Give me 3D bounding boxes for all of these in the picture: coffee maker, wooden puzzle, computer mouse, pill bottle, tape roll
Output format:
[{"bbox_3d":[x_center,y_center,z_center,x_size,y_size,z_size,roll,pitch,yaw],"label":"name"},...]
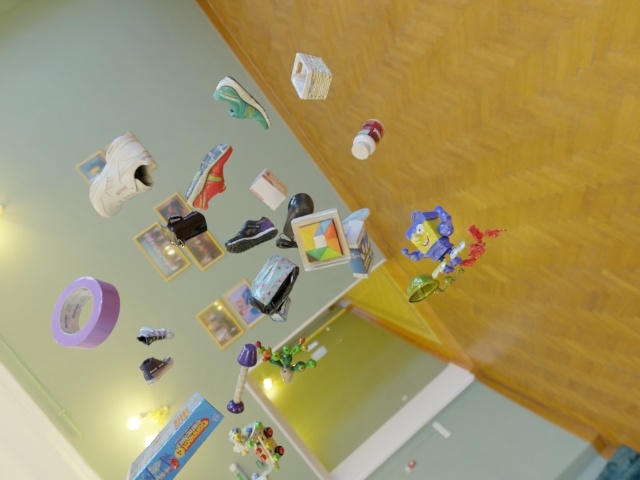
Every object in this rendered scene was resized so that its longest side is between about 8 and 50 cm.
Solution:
[{"bbox_3d":[-0.623,-0.048,1.975,0.171,0.178,0.120,41,140,17],"label":"coffee maker"},{"bbox_3d":[0.000,0.000,1.786,0.044,0.221,0.238,-23,-81,-69],"label":"wooden puzzle"},{"bbox_3d":[-0.092,-0.077,1.898,0.072,0.189,0.272,-125,43,-67],"label":"computer mouse"},{"bbox_3d":[0.172,-0.365,1.527,0.086,0.152,0.086,20,145,15],"label":"pill bottle"},{"bbox_3d":[-0.929,0.286,1.665,0.275,0.275,0.090,46,-175,32],"label":"tape roll"}]

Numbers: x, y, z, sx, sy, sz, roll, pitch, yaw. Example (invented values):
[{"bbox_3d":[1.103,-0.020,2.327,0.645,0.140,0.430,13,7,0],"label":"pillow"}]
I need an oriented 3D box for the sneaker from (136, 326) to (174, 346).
[{"bbox_3d":[-0.475,0.282,1.202,0.069,0.098,0.038,-94,10,-69],"label":"sneaker"}]

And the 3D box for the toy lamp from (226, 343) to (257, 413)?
[{"bbox_3d":[-0.293,0.521,1.595,0.080,0.274,0.080,13,-165,-3],"label":"toy lamp"}]

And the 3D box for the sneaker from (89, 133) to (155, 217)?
[{"bbox_3d":[-0.604,-0.168,1.289,0.152,0.305,0.114,40,-149,5],"label":"sneaker"}]

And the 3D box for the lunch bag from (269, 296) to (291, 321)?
[{"bbox_3d":[-0.220,0.333,2.178,0.097,0.128,0.151,-3,143,21],"label":"lunch bag"}]

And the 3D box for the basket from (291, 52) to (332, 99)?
[{"bbox_3d":[-0.034,-0.613,1.580,0.167,0.103,0.113,-111,29,-41],"label":"basket"}]

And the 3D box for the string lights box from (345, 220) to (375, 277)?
[{"bbox_3d":[0.179,0.044,1.966,0.077,0.133,0.259,4,139,26],"label":"string lights box"}]

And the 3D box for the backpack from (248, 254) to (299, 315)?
[{"bbox_3d":[-0.145,0.138,1.321,0.115,0.181,0.152,31,173,5],"label":"backpack"}]

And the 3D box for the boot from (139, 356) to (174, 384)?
[{"bbox_3d":[-0.659,0.498,1.700,0.190,0.069,0.086,-82,-31,-80],"label":"boot"}]

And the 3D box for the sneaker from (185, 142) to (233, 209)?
[{"bbox_3d":[-0.402,-0.239,1.591,0.118,0.279,0.107,27,-166,-34],"label":"sneaker"}]

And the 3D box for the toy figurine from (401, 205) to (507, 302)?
[{"bbox_3d":[0.346,0.007,1.281,0.217,0.191,0.362,58,146,25],"label":"toy figurine"}]

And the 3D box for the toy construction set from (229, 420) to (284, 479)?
[{"bbox_3d":[-0.288,0.978,1.930,0.215,0.151,0.327,-26,-82,-61],"label":"toy construction set"}]

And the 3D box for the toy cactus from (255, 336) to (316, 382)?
[{"bbox_3d":[-0.119,0.421,1.473,0.112,0.219,0.180,-78,-9,-54],"label":"toy cactus"}]

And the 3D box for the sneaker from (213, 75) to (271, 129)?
[{"bbox_3d":[-0.294,-0.508,1.606,0.275,0.110,0.107,35,-166,-50],"label":"sneaker"}]

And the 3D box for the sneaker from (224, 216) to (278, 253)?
[{"bbox_3d":[-0.362,-0.032,2.090,0.124,0.283,0.107,54,146,22],"label":"sneaker"}]

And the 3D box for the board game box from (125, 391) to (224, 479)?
[{"bbox_3d":[-0.454,0.630,1.308,0.086,0.302,0.308,44,155,-4],"label":"board game box"}]

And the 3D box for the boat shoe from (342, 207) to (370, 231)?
[{"bbox_3d":[0.181,-0.094,2.276,0.076,0.226,0.083,49,-155,-30],"label":"boat shoe"}]

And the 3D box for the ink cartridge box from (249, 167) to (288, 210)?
[{"bbox_3d":[-0.242,-0.250,2.026,0.159,0.092,0.218,42,-168,-15],"label":"ink cartridge box"}]
